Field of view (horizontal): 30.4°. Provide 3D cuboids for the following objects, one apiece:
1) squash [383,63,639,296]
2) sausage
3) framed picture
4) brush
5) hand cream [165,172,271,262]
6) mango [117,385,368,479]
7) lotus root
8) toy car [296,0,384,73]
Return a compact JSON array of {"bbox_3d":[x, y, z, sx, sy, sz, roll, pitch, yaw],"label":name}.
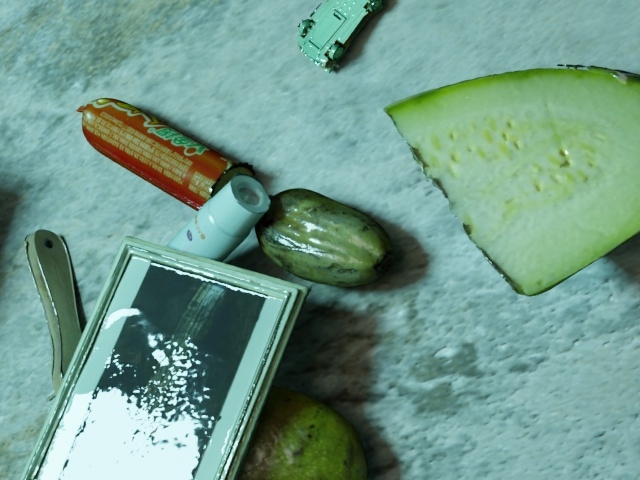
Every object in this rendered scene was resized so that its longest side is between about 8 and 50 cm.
[{"bbox_3d":[0.219,-0.089,1.093,0.155,0.204,0.237,-51,60,39],"label":"squash"},{"bbox_3d":[-0.193,-0.102,1.361,0.264,0.083,0.083,29,97,30],"label":"sausage"},{"bbox_3d":[-0.162,0.149,1.180,0.231,0.018,0.293,14,74,24],"label":"framed picture"},{"bbox_3d":[-0.307,0.143,1.396,0.065,0.070,0.328,-30,67,32],"label":"brush"},{"bbox_3d":[-0.162,0.043,1.306,0.331,0.058,0.085,-45,67,39],"label":"hand cream"},{"bbox_3d":[-0.118,0.242,1.221,0.329,0.176,0.177,-25,109,21],"label":"mango"},{"bbox_3d":[0.000,0.000,1.236,0.179,0.080,0.089,23,80,29],"label":"lotus root"},{"bbox_3d":[0.026,-0.246,1.288,0.059,0.035,0.122,43,94,27],"label":"toy car"}]
